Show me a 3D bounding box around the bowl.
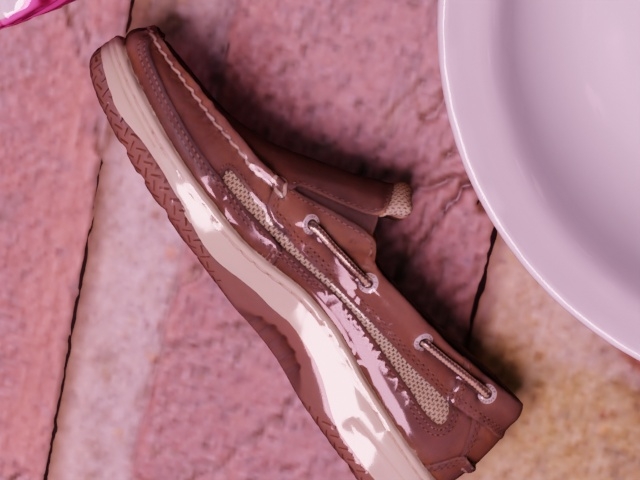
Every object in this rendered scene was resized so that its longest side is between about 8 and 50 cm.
[{"bbox_3d":[0.204,-0.091,0.704,0.298,0.134,0.297,3,103,12],"label":"bowl"}]

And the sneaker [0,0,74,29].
[{"bbox_3d":[-0.093,-0.171,0.768,0.252,0.103,0.111,-18,99,15],"label":"sneaker"}]

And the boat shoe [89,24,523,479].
[{"bbox_3d":[0.000,-0.001,0.800,0.095,0.095,0.257,-35,99,3],"label":"boat shoe"}]
